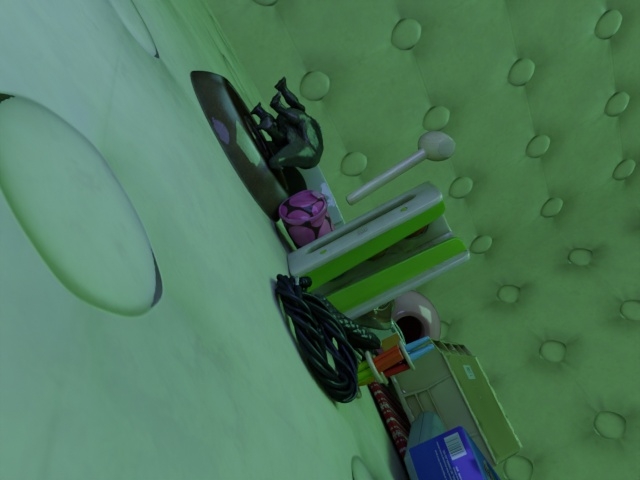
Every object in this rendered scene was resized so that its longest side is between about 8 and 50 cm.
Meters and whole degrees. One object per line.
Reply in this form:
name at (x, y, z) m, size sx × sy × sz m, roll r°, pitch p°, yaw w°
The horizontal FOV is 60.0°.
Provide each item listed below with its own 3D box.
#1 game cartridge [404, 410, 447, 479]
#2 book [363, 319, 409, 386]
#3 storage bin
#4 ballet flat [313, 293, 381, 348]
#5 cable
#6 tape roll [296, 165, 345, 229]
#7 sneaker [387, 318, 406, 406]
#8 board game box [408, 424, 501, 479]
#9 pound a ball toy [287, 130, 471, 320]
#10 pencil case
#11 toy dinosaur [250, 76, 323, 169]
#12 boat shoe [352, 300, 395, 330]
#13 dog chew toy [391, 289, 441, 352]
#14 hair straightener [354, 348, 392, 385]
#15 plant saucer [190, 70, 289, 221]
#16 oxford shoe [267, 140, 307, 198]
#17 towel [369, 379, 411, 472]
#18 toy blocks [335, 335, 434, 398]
game cartridge at (0.219, 0.450, 0.900) m, size 0.295 × 0.060 × 0.196 m, roll 67°, pitch 19°, yaw 0°
book at (0.149, 0.256, 1.279) m, size 0.144 × 0.096 × 0.035 m, roll 64°, pitch -23°, yaw 15°
storage bin at (0.282, 0.349, 1.149) m, size 0.262 × 0.123 × 0.261 m, roll 23°, pitch 39°, yaw -57°
ballet flat at (0.045, 0.134, 0.871) m, size 0.173 × 0.057 × 0.049 m, roll 36°, pitch 52°, yaw -41°
cable at (0.001, 0.123, 0.725) m, size 0.185 × 0.047 × 0.150 m, roll 64°, pitch 5°, yaw 18°
tape roll at (0.000, -0.065, 1.396) m, size 0.392 × 0.071 × 0.392 m, roll 156°, pitch -90°, yaw -89°
sneaker at (0.163, 0.298, 1.351) m, size 0.290 × 0.105 × 0.123 m, roll 59°, pitch -23°, yaw 9°
board game box at (0.228, 0.427, 0.639) m, size 0.233 × 0.078 × 0.347 m, roll 53°, pitch 13°, yaw -39°
pound a ball toy at (0.095, -0.024, 0.918) m, size 0.208 × 0.319 × 0.136 m, roll 60°, pitch 5°, yaw -20°
pencil case at (0.000, 0.000, 1.034) m, size 0.095 × 0.098 × 0.209 m, roll 49°, pitch -11°, yaw 44°
toy dinosaur at (-0.044, -0.200, 1.036) m, size 0.160 × 0.121 × 0.314 m, roll 39°, pitch 12°, yaw -26°
boat shoe at (0.107, 0.112, 1.196) m, size 0.324 × 0.123 × 0.117 m, roll -30°, pitch 129°, yaw -81°
dog chew toy at (0.210, 0.230, 1.557) m, size 0.207 × 0.206 × 0.332 m, roll 62°, pitch -4°, yaw -3°
hair straightener at (0.117, 0.244, 1.136) m, size 0.089 × 0.047 × 0.230 m, roll 36°, pitch -14°, yaw 41°
plant saucer at (-0.135, -0.182, 1.025) m, size 0.311 × 0.050 × 0.310 m, roll 60°, pitch 6°, yaw -10°
oxford shoe at (-0.074, -0.120, 1.200) m, size 0.076 × 0.076 × 0.212 m, roll 72°, pitch -6°, yaw -59°
towel at (0.169, 0.399, 1.069) m, size 0.199 × 0.031 × 0.275 m, roll 54°, pitch 7°, yaw -45°
toy blocks at (0.107, 0.190, 0.865) m, size 0.054 × 0.148 × 0.123 m, roll 63°, pitch 4°, yaw 21°
